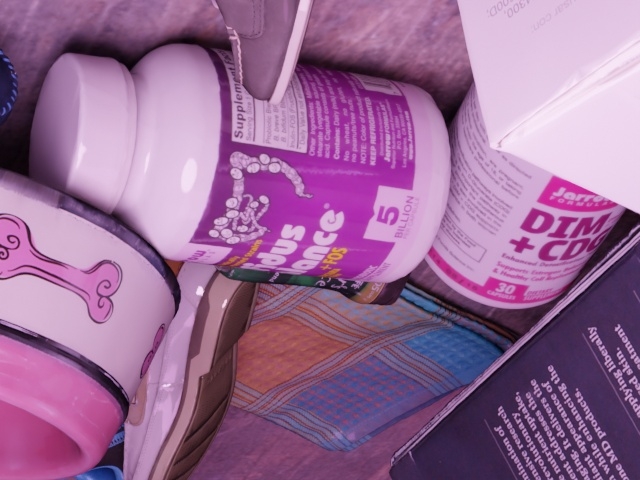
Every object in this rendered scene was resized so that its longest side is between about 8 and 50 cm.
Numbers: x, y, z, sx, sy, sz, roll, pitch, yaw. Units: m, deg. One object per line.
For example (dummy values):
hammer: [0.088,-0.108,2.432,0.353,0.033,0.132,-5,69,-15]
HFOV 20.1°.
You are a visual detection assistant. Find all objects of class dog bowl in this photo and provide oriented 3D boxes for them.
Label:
dog bowl: [-0.320,0.068,1.387,0.408,0.150,0.408,8,158,3]

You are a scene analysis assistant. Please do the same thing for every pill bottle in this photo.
pill bottle: [0.186,-0.080,1.447,0.160,0.160,0.283,1,147,-16]
pill bottle: [-0.065,-0.061,1.403,0.302,0.169,0.169,7,145,-25]

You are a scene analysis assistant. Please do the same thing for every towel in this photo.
towel: [0.002,0.112,1.830,0.271,0.040,0.370,-29,143,28]

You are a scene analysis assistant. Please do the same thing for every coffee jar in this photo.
coffee jar: [0.000,0.000,1.592,0.184,0.079,0.096,11,112,-32]

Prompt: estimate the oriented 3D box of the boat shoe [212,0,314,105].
boat shoe: [-0.036,-0.228,1.213,0.096,0.112,0.335,13,140,-3]

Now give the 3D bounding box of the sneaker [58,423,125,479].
sneaker: [-0.276,0.160,1.712,0.125,0.139,0.341,-9,155,44]

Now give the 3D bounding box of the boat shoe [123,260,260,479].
boat shoe: [-0.143,0.124,1.692,0.103,0.113,0.302,28,122,14]

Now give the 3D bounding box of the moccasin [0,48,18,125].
moccasin: [-0.327,-0.162,1.200,0.117,0.137,0.342,-34,142,28]

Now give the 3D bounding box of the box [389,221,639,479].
box: [0.404,0.168,1.663,0.480,0.297,0.472,-13,157,-36]

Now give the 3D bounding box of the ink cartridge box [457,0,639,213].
ink cartridge box: [0.205,-0.201,1.038,0.279,0.384,0.160,20,138,-39]
